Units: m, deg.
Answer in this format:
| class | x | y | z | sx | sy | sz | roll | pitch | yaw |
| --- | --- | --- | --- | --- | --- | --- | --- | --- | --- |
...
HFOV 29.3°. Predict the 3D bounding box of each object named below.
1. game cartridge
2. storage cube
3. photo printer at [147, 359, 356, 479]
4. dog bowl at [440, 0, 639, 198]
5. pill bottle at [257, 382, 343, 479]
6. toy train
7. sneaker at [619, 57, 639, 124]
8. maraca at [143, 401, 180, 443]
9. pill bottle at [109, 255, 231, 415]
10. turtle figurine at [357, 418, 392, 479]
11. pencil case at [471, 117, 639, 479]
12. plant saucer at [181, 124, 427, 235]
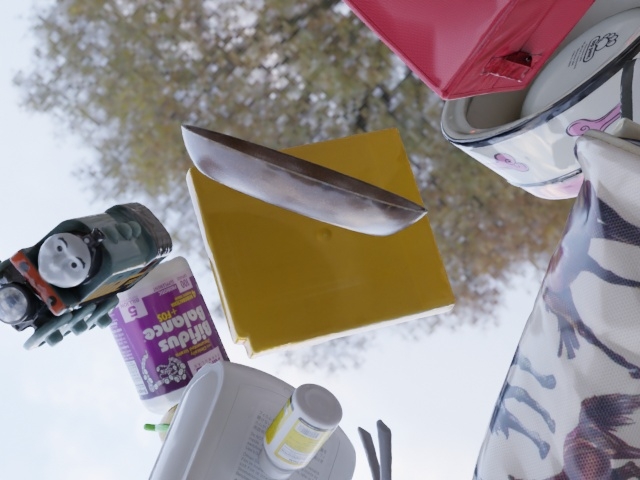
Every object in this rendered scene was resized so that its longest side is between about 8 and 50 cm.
| class | x | y | z | sx | sy | sz | roll | pitch | yaw |
| --- | --- | --- | --- | --- | --- | --- | --- | --- | --- |
| game cartridge | 0.000 | 0.000 | 1.734 | 0.324 | 0.052 | 0.285 | -12 | -106 | -16 |
| storage cube | 0.148 | -0.267 | 1.127 | 0.215 | 0.193 | 0.184 | 47 | -149 | 18 |
| photo printer | -0.092 | 0.318 | 1.512 | 0.256 | 0.107 | 0.307 | 35 | -121 | -28 |
| dog bowl | 0.360 | -0.223 | 1.604 | 0.150 | 0.408 | 0.408 | 46 | -161 | -18 |
| pill bottle | -0.027 | 0.227 | 1.431 | 0.065 | 0.116 | 0.065 | 24 | -147 | -16 |
| toy train | -0.326 | 0.038 | 1.667 | 0.142 | 0.190 | 0.334 | 50 | -169 | 4 |
| sneaker | 0.317 | -0.015 | 0.857 | 0.124 | 0.178 | 0.295 | 38 | -138 | -60 |
| maraca | -0.182 | 0.277 | 1.774 | 0.127 | 0.186 | 0.099 | 15 | -103 | -29 |
| pill bottle | -0.251 | 0.192 | 2.097 | 0.301 | 0.169 | 0.169 | 67 | -159 | -3 |
| turtle figurine | 0.070 | 0.296 | 0.979 | 0.266 | 0.198 | 0.275 | 43 | -122 | 6 |
| pencil case | 0.173 | 0.134 | 0.763 | 0.160 | 0.410 | 0.183 | 13 | -171 | -29 |
| plant saucer | -0.025 | -0.068 | 1.465 | 0.311 | 0.050 | 0.310 | 20 | -174 | -2 |
